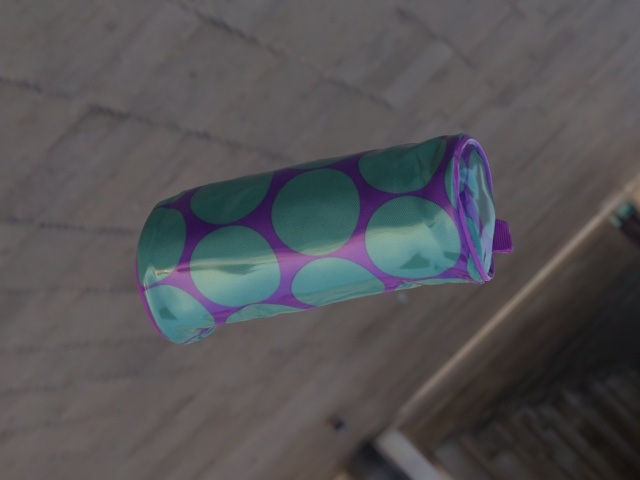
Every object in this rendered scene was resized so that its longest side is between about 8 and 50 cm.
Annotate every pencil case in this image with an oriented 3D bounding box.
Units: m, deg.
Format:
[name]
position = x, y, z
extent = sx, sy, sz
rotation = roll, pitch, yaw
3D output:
[pencil case]
position = 0.000, 0.000, 0.766
extent = 0.151, 0.064, 0.070
rotation = -11, 147, 18
